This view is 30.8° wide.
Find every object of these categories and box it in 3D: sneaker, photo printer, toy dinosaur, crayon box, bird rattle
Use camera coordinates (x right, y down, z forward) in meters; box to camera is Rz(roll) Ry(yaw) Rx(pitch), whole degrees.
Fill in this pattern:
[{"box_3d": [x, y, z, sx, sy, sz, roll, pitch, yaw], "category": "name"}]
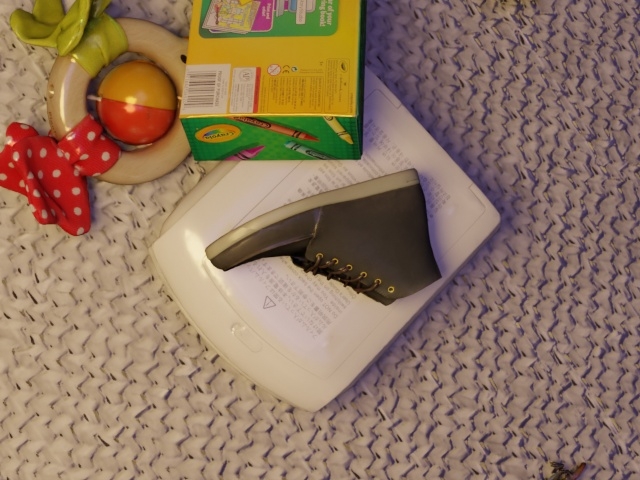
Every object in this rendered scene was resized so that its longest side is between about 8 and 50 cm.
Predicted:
[{"box_3d": [0.011, 0.016, 1.075, 0.222, 0.083, 0.118, -18, 89, -19], "category": "sneaker"}, {"box_3d": [0.000, 0.000, 1.175, 0.256, 0.107, 0.307, 46, 74, -7], "category": "photo printer"}, {"box_3d": [0.256, 0.286, 1.258, 0.090, 0.047, 0.082, 3, 101, -27], "category": "toy dinosaur"}, {"box_3d": [-0.038, -0.215, 1.134, 0.165, 0.081, 0.279, 0, 64, 6], "category": "crayon box"}, {"box_3d": [-0.204, -0.130, 1.124, 0.206, 0.143, 0.254, 4, 85, -33], "category": "bird rattle"}]
